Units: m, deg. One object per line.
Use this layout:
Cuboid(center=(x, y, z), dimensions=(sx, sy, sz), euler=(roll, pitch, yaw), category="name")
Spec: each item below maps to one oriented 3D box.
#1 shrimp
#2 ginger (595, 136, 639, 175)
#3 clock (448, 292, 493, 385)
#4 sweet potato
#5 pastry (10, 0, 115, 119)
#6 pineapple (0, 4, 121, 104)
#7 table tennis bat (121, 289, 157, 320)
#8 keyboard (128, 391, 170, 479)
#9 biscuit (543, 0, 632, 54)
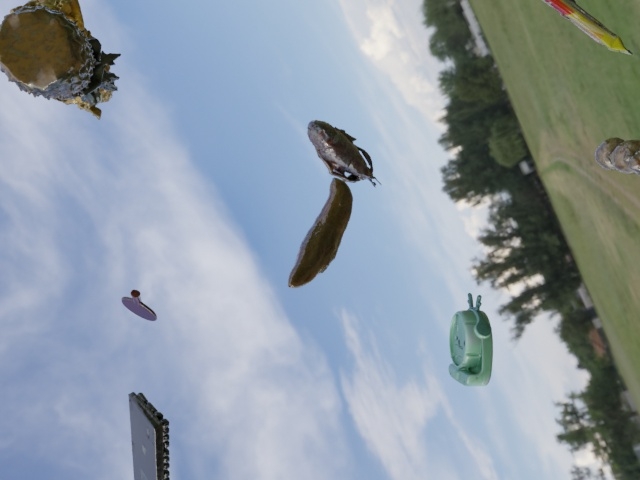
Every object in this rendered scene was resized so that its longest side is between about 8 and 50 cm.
Cuboid(center=(0.045, -0.148, 1.175), dimensions=(0.190, 0.075, 0.073), euler=(32, -165, -33), category="shrimp")
Cuboid(center=(0.708, -0.189, 1.507), dimensions=(0.204, 0.104, 0.080), euler=(-126, 35, -71), category="ginger")
Cuboid(center=(0.350, 0.229, 1.554), dimensions=(0.159, 0.065, 0.211), euler=(155, 118, -84), category="clock")
Cuboid(center=(0.002, 0.001, 1.671), dimensions=(0.342, 0.092, 0.114), euler=(-64, -30, -29), category="sweet potato")
Cuboid(center=(-0.509, -0.361, 1.324), dimensions=(0.102, 0.154, 0.250), euler=(46, 157, 46), category="pastry")
Cuboid(center=(-0.352, -0.241, 0.919), dimensions=(0.251, 0.125, 0.125), euler=(-92, -24, -85), category="pineapple")
Cuboid(center=(-0.436, 0.155, 1.587), dimensions=(0.019, 0.098, 0.155), euler=(-62, -4, -28), category="table tennis bat")
Cuboid(center=(-0.272, 0.392, 1.072), dimensions=(0.027, 0.106, 0.317), euler=(-17, -55, -36), category="keyboard")
Cuboid(center=(0.328, -0.324, 0.906), dimensions=(0.291, 0.026, 0.048), euler=(20, -156, -30), category="biscuit")
